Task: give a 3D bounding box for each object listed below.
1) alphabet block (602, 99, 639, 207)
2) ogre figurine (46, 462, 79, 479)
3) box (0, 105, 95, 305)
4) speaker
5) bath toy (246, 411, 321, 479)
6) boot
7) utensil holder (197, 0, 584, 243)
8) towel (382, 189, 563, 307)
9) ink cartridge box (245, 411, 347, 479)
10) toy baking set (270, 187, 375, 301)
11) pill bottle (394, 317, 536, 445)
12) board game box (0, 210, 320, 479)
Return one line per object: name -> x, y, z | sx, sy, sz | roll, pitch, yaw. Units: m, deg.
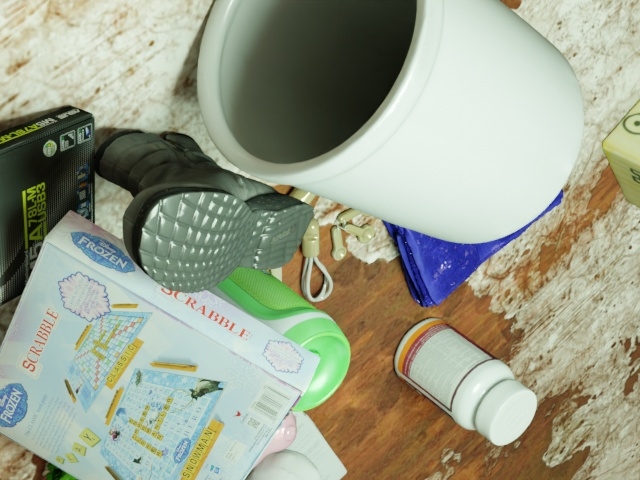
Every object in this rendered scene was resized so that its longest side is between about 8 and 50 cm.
alphabet block -> 0.634, -0.142, 2.076 | 0.192, 0.197, 0.193 | -46, 137, -8
ogre figurine -> -0.280, 0.283, 1.597 | 0.118, 0.097, 0.197 | 21, 90, -35
box -> -0.328, -0.036, 1.348 | 0.184, 0.045, 0.190 | -34, 138, -50
speaker -> -0.095, 0.087, 1.485 | 0.131, 0.296, 0.131 | -23, 129, -31
bath toy -> -0.103, 0.261, 1.683 | 0.151, 0.129, 0.348 | -11, 119, 14
boot -> -0.173, -0.046, 1.344 | 0.118, 0.223, 0.338 | -63, 159, 9
utensil holder -> 0.100, -0.180, 1.473 | 0.385, 0.328, 0.327 | 21, 101, -48
towel -> 0.244, -0.053, 1.869 | 0.308, 0.076, 0.227 | -41, 137, -15
ink cartridge box -> -0.086, 0.365, 1.861 | 0.223, 0.045, 0.224 | -43, 134, -13
toy baking set -> -0.002, -0.004, 1.710 | 0.256, 0.030, 0.197 | -49, 138, -7
pill bottle -> 0.229, 0.224, 1.925 | 0.121, 0.221, 0.121 | -23, 130, -31
board game box -> -0.208, 0.167, 1.377 | 0.318, 0.318, 0.066 | -57, -177, 37
